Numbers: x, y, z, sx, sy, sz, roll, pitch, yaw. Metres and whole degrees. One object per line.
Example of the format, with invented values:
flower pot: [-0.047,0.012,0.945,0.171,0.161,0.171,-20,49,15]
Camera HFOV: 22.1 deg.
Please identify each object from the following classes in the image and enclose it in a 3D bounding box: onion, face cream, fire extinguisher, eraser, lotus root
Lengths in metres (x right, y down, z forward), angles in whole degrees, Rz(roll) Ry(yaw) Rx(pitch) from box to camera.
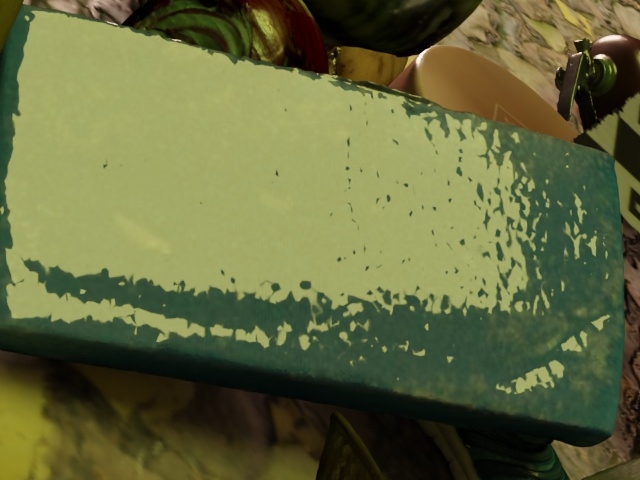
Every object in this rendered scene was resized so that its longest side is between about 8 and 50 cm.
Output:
onion: [-0.052,-0.077,0.802,0.118,0.117,0.118,58,17,-30]
face cream: [0.076,-0.019,0.892,0.149,0.104,0.149,31,31,-22]
fire extinguisher: [0.254,-0.103,1.268,0.231,0.071,0.099,7,73,-46]
eraser: [0.000,0.000,0.719,0.312,0.042,0.144,12,69,-25]
lotus root: [0.013,-0.114,0.981,0.072,0.063,0.152,52,28,-5]

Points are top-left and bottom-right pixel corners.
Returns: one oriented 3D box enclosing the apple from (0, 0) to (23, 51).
apple: [-0.210,-0.153,0.480,0.305,0.338,0.338,33,31,-15]

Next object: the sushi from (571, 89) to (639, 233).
sushi: [0.322,0.007,1.003,0.320,0.069,0.339,49,28,5]

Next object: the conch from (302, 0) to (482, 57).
conch: [-0.011,-0.156,0.863,0.124,0.181,0.187,-11,49,-43]

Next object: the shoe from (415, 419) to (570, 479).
shoe: [0.095,0.092,0.809,0.064,0.071,0.143,-16,71,-57]

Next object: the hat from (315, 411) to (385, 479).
hat: [0.009,0.147,0.650,0.146,0.067,0.146,62,-8,15]

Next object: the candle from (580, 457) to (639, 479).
candle: [0.188,0.166,0.781,0.192,0.068,0.168,51,37,-19]
